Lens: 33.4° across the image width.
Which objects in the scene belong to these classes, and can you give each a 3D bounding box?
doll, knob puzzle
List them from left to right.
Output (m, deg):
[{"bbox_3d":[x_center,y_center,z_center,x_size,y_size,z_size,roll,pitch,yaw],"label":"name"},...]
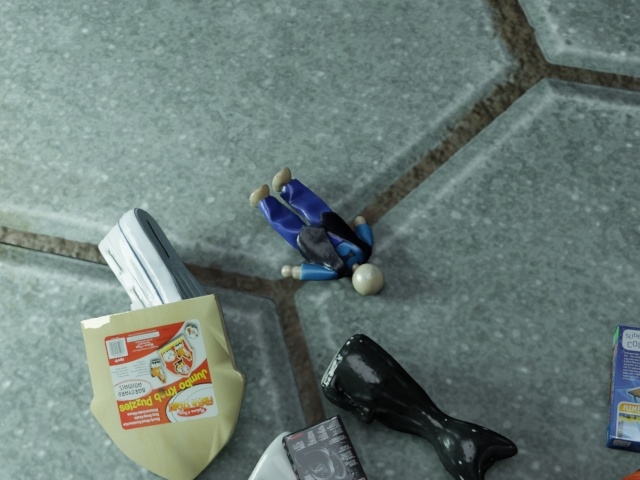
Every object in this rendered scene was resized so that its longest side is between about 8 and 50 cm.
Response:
[{"bbox_3d":[-0.162,0.166,1.156,0.213,0.030,0.213,1,93,21],"label":"knob puzzle"},{"bbox_3d":[0.000,0.000,1.264,0.189,0.046,0.129,42,62,17],"label":"doll"}]

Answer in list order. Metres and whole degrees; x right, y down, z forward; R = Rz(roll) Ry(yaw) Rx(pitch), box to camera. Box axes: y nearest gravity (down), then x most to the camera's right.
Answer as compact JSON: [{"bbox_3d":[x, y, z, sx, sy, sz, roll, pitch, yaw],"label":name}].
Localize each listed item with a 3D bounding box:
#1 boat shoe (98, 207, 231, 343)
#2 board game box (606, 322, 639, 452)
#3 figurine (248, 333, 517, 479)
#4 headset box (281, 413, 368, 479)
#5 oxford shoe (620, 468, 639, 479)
[{"bbox_3d":[-0.181,0.069,1.234,0.076,0.083,0.226,-40,62,14],"label":"boat shoe"},{"bbox_3d":[0.413,0.168,1.138,0.201,0.035,0.136,8,62,9],"label":"board game box"},{"bbox_3d":[0.065,0.237,1.105,0.209,0.092,0.215,32,69,16],"label":"figurine"},{"bbox_3d":[0.006,0.222,1.050,0.062,0.032,0.083,-21,73,-12],"label":"headset box"},{"bbox_3d":[0.273,0.334,1.036,0.098,0.097,0.271,41,77,5],"label":"oxford shoe"}]
